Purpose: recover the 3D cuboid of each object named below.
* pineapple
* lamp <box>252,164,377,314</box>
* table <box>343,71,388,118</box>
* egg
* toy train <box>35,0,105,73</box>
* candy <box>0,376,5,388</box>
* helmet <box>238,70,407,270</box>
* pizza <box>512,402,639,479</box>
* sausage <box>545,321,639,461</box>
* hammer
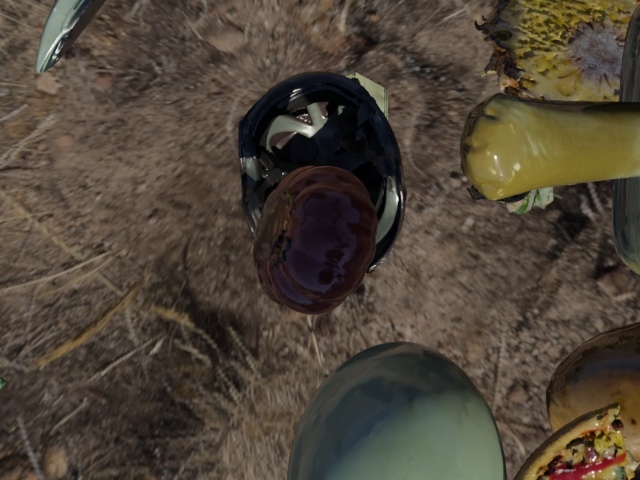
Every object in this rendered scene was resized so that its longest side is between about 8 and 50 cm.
[{"bbox_3d":[0.269,-0.141,1.284,0.262,0.272,0.262,7,54,-10],"label":"pineapple"},{"bbox_3d":[0.000,0.000,1.272,0.140,0.182,0.182,12,98,-26],"label":"lamp"},{"bbox_3d":[0.053,-0.221,1.735,0.079,0.083,0.062,-12,69,38],"label":"table"},{"bbox_3d":[0.069,0.226,0.993,0.203,0.203,0.283,12,53,-4],"label":"egg"},{"bbox_3d":[-0.234,-0.286,1.132,0.048,0.055,0.252,35,83,-1],"label":"toy train"},{"bbox_3d":[-0.350,0.202,0.960,0.061,0.061,0.202,41,66,-7],"label":"candy"},{"bbox_3d":[0.009,-0.078,1.526,0.225,0.177,0.305,-9,84,8],"label":"helmet"},{"bbox_3d":[0.173,0.152,0.699,0.100,0.029,0.099,16,96,-9],"label":"pizza"},{"bbox_3d":[0.416,0.111,0.765,0.501,0.123,0.136,5,106,7],"label":"sausage"},{"bbox_3d":[0.178,-0.056,0.627,0.305,0.113,0.202,-10,103,-44],"label":"hammer"}]
